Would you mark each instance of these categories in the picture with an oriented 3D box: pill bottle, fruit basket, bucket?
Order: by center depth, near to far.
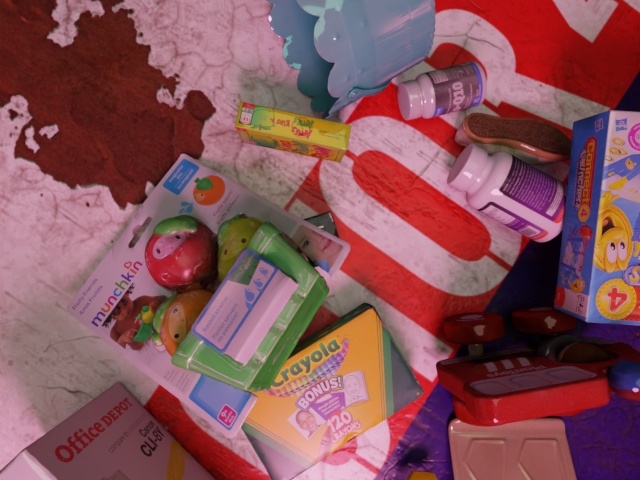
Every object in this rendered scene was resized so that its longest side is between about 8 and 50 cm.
[{"bbox_3d":[0.033,-0.349,0.653,0.183,0.281,0.281,-25,89,-4],"label":"bucket"},{"bbox_3d":[-0.182,0.057,0.658,0.353,0.165,0.327,31,79,12],"label":"fruit basket"},{"bbox_3d":[0.322,-0.086,0.737,0.193,0.108,0.108,28,86,-3],"label":"pill bottle"},{"bbox_3d":[0.210,-0.259,0.752,0.137,0.078,0.078,-16,89,-4],"label":"pill bottle"}]

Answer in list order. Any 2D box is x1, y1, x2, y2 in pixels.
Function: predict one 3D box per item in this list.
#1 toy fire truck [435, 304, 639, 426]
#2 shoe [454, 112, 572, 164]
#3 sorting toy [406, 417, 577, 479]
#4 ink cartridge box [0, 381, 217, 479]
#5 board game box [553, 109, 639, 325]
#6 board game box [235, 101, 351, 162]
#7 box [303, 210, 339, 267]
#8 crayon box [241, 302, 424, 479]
[{"bbox_3d":[0.337,0.201,0.651,0.302,0.254,0.170,-6,88,-4],"label":"toy fire truck"},{"bbox_3d":[0.349,-0.179,0.775,0.218,0.058,0.077,11,67,-7],"label":"shoe"},{"bbox_3d":[0.282,0.422,0.723,0.307,0.041,0.229,1,67,-2],"label":"sorting toy"},{"bbox_3d":[-0.252,0.414,0.587,0.385,0.279,0.160,45,85,-1],"label":"ink cartridge box"},{"bbox_3d":[0.537,-0.025,0.645,0.308,0.086,0.302,3,94,-1],"label":"board game box"},{"bbox_3d":[-0.045,-0.179,0.723,0.181,0.092,0.043,11,86,-3],"label":"board game box"},{"bbox_3d":[0.000,0.000,0.739,0.062,0.052,0.083,-17,87,-4],"label":"box"},{"bbox_3d":[0.006,0.246,0.712,0.278,0.081,0.165,-31,90,-5],"label":"crayon box"}]
